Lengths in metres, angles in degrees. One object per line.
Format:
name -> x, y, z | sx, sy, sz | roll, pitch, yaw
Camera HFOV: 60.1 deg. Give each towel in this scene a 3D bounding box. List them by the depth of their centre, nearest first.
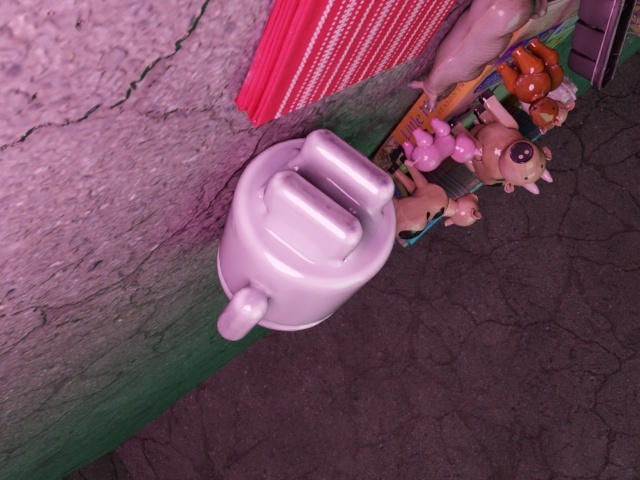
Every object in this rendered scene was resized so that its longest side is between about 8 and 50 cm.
towel -> 0.053, -0.215, 0.501 | 0.274, 0.031, 0.199 | -33, 168, -36
towel -> 0.281, -0.158, 1.197 | 0.370, 0.040, 0.271 | -39, -153, 9

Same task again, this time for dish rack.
dish rack -> 0.454, -0.376, 0.783 | 0.271, 0.074, 0.208 | -45, 150, -16

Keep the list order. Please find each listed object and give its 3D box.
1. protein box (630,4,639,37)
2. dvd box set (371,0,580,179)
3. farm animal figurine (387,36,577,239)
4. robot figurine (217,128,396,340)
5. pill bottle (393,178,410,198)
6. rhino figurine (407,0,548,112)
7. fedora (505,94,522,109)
protein box -> 0.852, -0.558, 1.288 | 0.136, 0.201, 0.200 | -32, 170, -32
dvd box set -> 0.291, -0.287, 0.951 | 0.307, 0.062, 0.420 | -32, 169, -33
farm animal figurine -> 0.258, -0.125, 0.857 | 0.330, 0.172, 0.326 | -41, 173, 25
robot figurine -> -0.029, 0.002, 0.736 | 0.300, 0.199, 0.353 | -49, 177, -29
pill bottle -> 0.064, -0.047, 1.062 | 0.219, 0.123, 0.123 | -24, 167, -22
rhino figurine -> 0.195, -0.250, 0.731 | 0.106, 0.073, 0.243 | -35, 173, -35
fedora -> 0.518, -0.358, 1.413 | 0.194, 0.079, 0.194 | -30, 167, -8
